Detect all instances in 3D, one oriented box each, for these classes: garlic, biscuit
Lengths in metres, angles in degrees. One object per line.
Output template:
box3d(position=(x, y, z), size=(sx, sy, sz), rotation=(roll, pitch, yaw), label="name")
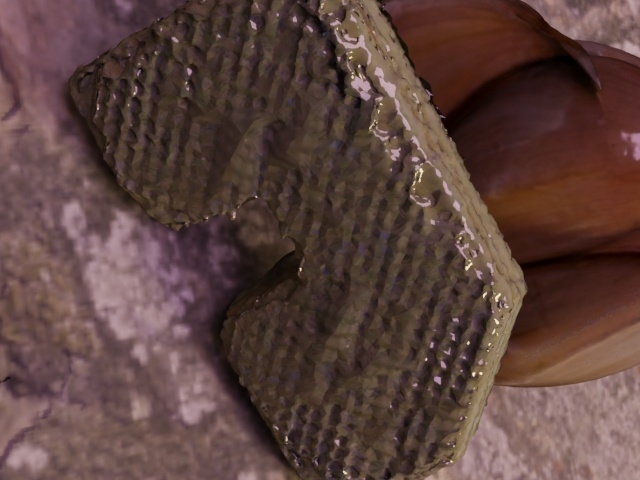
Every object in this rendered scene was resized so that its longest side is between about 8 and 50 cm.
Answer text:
box3d(position=(0.107, -0.034, 0.582), size=(0.160, 0.191, 0.214), rotation=(-18, 81, -61), label="garlic")
box3d(position=(0.000, 0.000, 0.506), size=(0.250, 0.147, 0.046), rotation=(61, 27, -13), label="biscuit")
